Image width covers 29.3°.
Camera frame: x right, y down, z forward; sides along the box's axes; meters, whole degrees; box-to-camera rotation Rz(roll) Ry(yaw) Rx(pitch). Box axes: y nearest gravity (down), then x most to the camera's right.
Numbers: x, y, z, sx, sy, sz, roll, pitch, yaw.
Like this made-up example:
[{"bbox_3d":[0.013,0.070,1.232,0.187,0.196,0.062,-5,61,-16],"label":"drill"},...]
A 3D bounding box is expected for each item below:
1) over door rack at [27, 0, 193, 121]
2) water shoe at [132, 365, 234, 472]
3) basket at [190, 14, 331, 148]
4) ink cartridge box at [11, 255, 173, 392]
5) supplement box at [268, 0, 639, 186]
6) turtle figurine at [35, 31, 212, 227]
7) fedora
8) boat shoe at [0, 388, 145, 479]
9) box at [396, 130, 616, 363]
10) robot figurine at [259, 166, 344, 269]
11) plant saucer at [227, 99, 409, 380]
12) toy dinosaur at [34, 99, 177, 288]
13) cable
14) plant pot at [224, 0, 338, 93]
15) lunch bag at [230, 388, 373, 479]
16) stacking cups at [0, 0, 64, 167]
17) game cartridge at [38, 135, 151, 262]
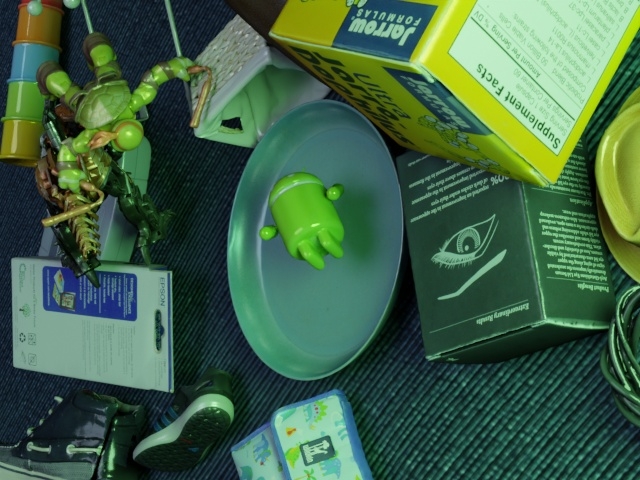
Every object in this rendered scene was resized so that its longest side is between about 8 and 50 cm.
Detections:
[{"bbox_3d":[-0.272,-0.289,1.600,0.239,0.108,0.324,5,123,51],"label":"over door rack"},{"bbox_3d":[-0.168,0.232,1.566,0.203,0.073,0.080,-38,32,40],"label":"water shoe"},{"bbox_3d":[-0.073,-0.198,1.454,0.167,0.113,0.103,-39,54,41],"label":"basket"},{"bbox_3d":[-0.300,0.110,1.690,0.332,0.065,0.165,4,95,39],"label":"ink cartridge box"},{"bbox_3d":[0.156,-0.257,1.020,0.195,0.194,0.356,22,80,50],"label":"supplement box"},{"bbox_3d":[-0.271,-0.156,1.471,0.269,0.087,0.217,-44,47,2],"label":"turtle figurine"},{"bbox_3d":[0.284,-0.055,1.017,0.194,0.079,0.194,-8,79,51],"label":"fedora"},{"bbox_3d":[-0.368,0.288,1.766,0.340,0.127,0.158,3,81,44],"label":"boat shoe"},{"bbox_3d":[0.169,-0.001,1.129,0.153,0.108,0.207,-23,68,47],"label":"box"},{"bbox_3d":[-0.016,-0.025,1.328,0.101,0.067,0.115,-32,57,13],"label":"robot figurine"},{"bbox_3d":[0.000,0.000,1.393,0.317,0.043,0.318,-9,79,51],"label":"plant saucer"},{"bbox_3d":[-0.314,-0.064,1.589,0.164,0.218,0.322,-11,35,18],"label":"toy dinosaur"},{"bbox_3d":[0.304,0.104,0.979,0.150,0.047,0.184,-52,56,37],"label":"cable"},{"bbox_3d":[0.044,-0.239,1.269,0.230,0.215,0.215,53,126,22],"label":"plant pot"},{"bbox_3d":[-0.013,0.253,1.342,0.151,0.096,0.129,-37,54,26],"label":"lunch bag"},{"bbox_3d":[-0.452,-0.278,1.964,0.096,0.096,0.316,1,83,51],"label":"stacking cups"},{"bbox_3d":[-0.336,-0.038,1.809,0.196,0.060,0.294,35,112,51],"label":"game cartridge"}]
